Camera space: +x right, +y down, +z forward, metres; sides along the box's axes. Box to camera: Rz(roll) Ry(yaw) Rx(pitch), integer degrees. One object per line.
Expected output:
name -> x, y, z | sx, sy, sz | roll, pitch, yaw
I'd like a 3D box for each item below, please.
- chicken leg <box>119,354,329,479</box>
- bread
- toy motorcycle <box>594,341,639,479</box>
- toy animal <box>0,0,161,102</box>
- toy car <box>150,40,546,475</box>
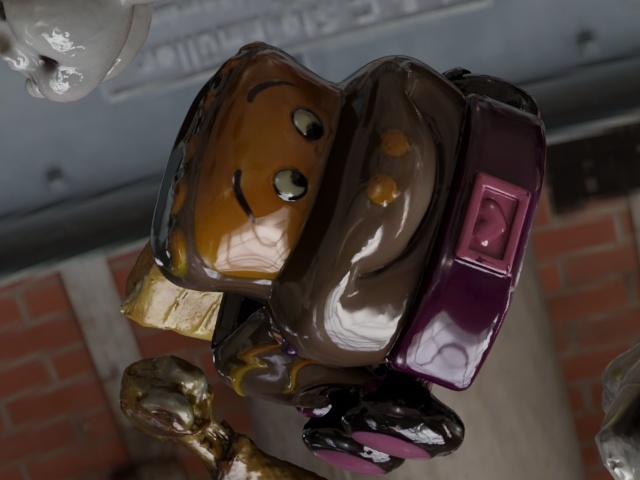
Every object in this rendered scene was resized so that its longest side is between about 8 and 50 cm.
chicken leg -> -0.040, 0.163, 1.277 | 0.107, 0.251, 0.087 | -17, -145, 36
bread -> -0.088, 0.041, 1.538 | 0.132, 0.074, 0.053 | 17, -146, -34
toy motorcycle -> 0.313, 0.109, 1.587 | 0.223, 0.107, 0.341 | -25, -177, 29
toy animal -> -0.185, -0.197, 1.561 | 0.178, 0.127, 0.193 | -43, -178, -8
toy car -> 0.000, 0.000, 1.355 | 0.240, 0.341, 0.271 | 20, -108, -10
